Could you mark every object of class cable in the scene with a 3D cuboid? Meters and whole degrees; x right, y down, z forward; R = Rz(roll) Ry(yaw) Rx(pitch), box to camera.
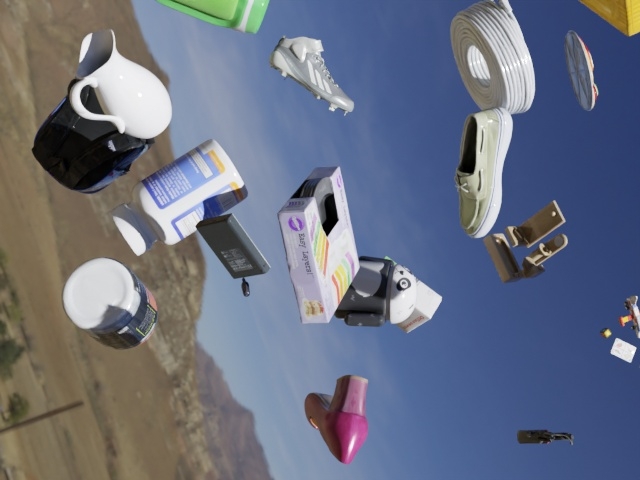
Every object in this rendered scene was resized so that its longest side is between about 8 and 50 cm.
[{"bbox_3d":[0.374,-0.391,1.819,0.257,0.089,0.257,98,-32,-78],"label":"cable"}]

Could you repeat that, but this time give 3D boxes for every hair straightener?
[{"bbox_3d":[0.627,0.561,2.360,0.230,0.089,0.047,162,-68,-66],"label":"hair straightener"}]

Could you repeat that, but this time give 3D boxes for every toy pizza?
[{"bbox_3d":[0.641,-0.417,2.039,0.201,0.032,0.201,-15,90,-83],"label":"toy pizza"}]

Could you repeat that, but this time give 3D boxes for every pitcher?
[{"bbox_3d":[-0.386,-0.270,1.598,0.207,0.125,0.178,51,49,-48],"label":"pitcher"}]

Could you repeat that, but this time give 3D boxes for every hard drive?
[{"bbox_3d":[-0.166,0.012,1.579,0.094,0.022,0.135,-11,-56,40],"label":"hard drive"}]

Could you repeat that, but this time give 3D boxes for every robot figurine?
[{"bbox_3d":[0.129,0.139,2.316,0.173,0.278,0.209,43,52,-77],"label":"robot figurine"}]

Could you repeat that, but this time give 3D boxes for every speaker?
[{"bbox_3d":[-0.259,-0.545,1.775,0.131,0.296,0.131,-160,-90,-85],"label":"speaker"}]

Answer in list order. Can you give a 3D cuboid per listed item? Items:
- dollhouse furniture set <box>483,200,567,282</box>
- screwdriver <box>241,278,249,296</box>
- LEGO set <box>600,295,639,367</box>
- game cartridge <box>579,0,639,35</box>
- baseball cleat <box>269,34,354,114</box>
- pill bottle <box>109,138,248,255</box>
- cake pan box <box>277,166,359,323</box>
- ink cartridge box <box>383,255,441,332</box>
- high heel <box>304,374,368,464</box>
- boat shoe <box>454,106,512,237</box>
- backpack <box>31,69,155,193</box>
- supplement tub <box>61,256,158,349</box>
[{"bbox_3d":[0.476,0.002,1.900,0.123,0.151,0.144,-43,-121,43],"label":"dollhouse furniture set"},{"bbox_3d":[-0.233,0.106,2.494,0.024,0.025,0.170,30,24,-33],"label":"screwdriver"},{"bbox_3d":[0.959,0.281,2.491,0.182,0.244,0.060,-66,-167,-6],"label":"LEGO set"},{"bbox_3d":[0.556,-0.614,1.708,0.285,0.052,0.324,-117,-177,-48],"label":"game cartridge"},{"bbox_3d":[-0.004,-0.352,1.730,0.206,0.109,0.072,31,12,-7],"label":"baseball cleat"},{"bbox_3d":[-0.305,-0.086,1.782,0.152,0.272,0.152,56,-8,12],"label":"pill bottle"},{"bbox_3d":[0.000,0.000,1.746,0.246,0.070,0.267,-56,139,-60],"label":"cake pan box"},{"bbox_3d":[0.233,0.167,2.537,0.219,0.093,0.160,36,-32,-5],"label":"ink cartridge box"},{"bbox_3d":[0.019,0.426,1.847,0.377,0.127,0.181,108,-6,-65],"label":"high heel"},{"bbox_3d":[0.338,-0.147,1.824,0.109,0.094,0.302,-134,-136,-56],"label":"boat shoe"},{"bbox_3d":[-0.607,-0.258,2.193,0.276,0.263,0.213,46,-8,5],"label":"backpack"},{"bbox_3d":[-0.578,0.189,2.343,0.338,0.207,0.207,84,-16,-70],"label":"supplement tub"}]
